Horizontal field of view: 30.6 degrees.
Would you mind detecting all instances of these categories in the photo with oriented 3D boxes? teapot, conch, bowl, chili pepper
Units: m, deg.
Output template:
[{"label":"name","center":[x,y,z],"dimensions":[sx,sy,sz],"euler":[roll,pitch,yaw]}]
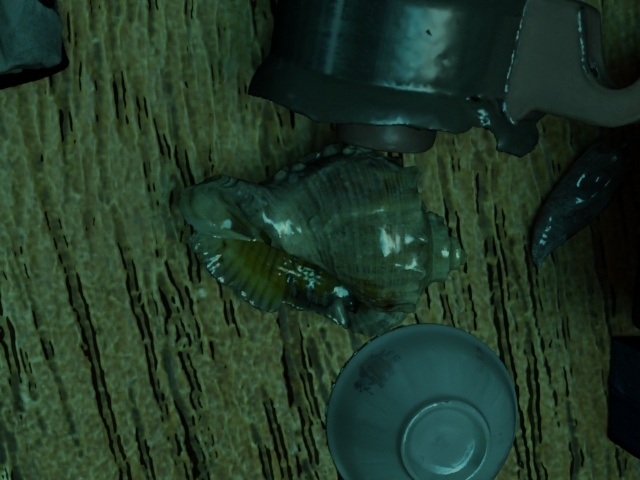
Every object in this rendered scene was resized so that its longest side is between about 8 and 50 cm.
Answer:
[{"label":"teapot","center":[0.111,-0.240,0.892],"dimensions":[0.376,0.305,0.362],"euler":[18,107,30]},{"label":"conch","center":[0.000,0.000,0.992],"dimensions":[0.245,0.163,0.178],"euler":[10,116,-4]},{"label":"bowl","center":[0.103,0.174,1.067],"dimensions":[0.189,0.086,0.189],"euler":[-1,97,-10]},{"label":"chili pepper","center":[0.243,-0.042,1.085],"dimensions":[0.050,0.041,0.153],"euler":[40,106,7]}]

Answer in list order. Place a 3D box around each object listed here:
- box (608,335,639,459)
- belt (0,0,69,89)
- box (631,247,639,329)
[{"label":"box","center":[0.429,0.156,1.022],"dimensions":[0.261,0.279,0.116],"euler":[1,98,-10]},{"label":"belt","center":[-0.348,-0.172,0.893],"dimensions":[0.289,0.184,0.164],"euler":[-14,95,-13]},{"label":"box","center":[0.310,-0.045,0.979],"dimensions":[0.073,0.290,0.289],"euler":[8,99,15]}]
